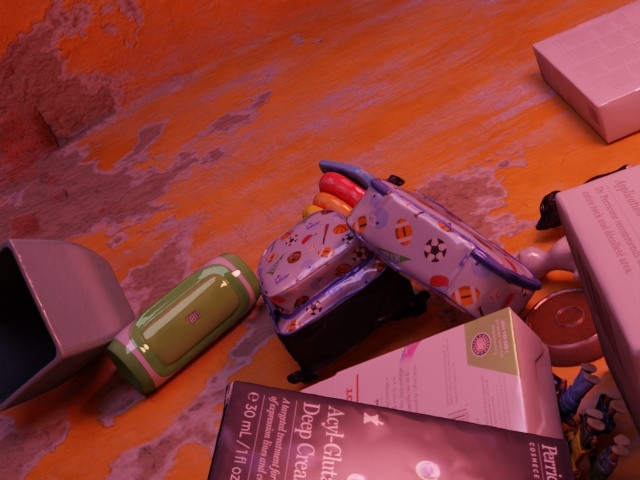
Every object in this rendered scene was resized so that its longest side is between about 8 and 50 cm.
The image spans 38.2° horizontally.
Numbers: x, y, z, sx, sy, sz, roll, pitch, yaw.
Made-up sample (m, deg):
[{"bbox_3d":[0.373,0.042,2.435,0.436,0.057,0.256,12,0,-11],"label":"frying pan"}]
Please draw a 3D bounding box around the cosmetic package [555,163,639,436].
[{"bbox_3d":[0.539,0.082,1.087,0.394,0.327,0.329,-20,31,11],"label":"cosmetic package"}]

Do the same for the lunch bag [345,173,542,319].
[{"bbox_3d":[0.197,0.013,1.480,0.303,0.243,0.115,40,104,31],"label":"lunch bag"}]

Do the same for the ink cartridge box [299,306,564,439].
[{"bbox_3d":[0.134,0.255,1.234,0.353,0.119,0.207,-25,43,28],"label":"ink cartridge box"}]

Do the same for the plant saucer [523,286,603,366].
[{"bbox_3d":[0.386,0.125,1.423,0.168,0.029,0.168,-19,30,11],"label":"plant saucer"}]

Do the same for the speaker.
[{"bbox_3d":[-0.254,0.152,1.746,0.296,0.131,0.131,-40,34,-23],"label":"speaker"}]

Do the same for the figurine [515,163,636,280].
[{"bbox_3d":[0.419,-0.013,1.530,0.209,0.092,0.215,-14,37,53],"label":"figurine"}]

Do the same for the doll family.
[{"bbox_3d":[0.342,0.251,1.208,0.076,0.111,0.193,21,35,3],"label":"doll family"}]

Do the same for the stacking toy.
[{"bbox_3d":[0.000,0.000,1.797,0.302,0.175,0.166,-48,33,-14],"label":"stacking toy"}]

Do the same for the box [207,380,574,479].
[{"bbox_3d":[0.061,0.351,0.976,0.395,0.212,0.293,10,35,-2],"label":"box"}]

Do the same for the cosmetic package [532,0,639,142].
[{"bbox_3d":[0.644,-0.366,1.918,0.284,0.097,0.377,-24,31,5],"label":"cosmetic package"}]

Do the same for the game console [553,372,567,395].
[{"bbox_3d":[0.264,0.192,1.359,0.085,0.124,0.144,-56,33,2],"label":"game console"}]

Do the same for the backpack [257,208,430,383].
[{"bbox_3d":[0.008,0.075,1.615,0.276,0.213,0.263,-30,20,-3],"label":"backpack"}]

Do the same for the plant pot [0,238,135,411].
[{"bbox_3d":[-0.510,0.147,1.782,0.248,0.247,0.252,-37,-16,32],"label":"plant pot"}]
